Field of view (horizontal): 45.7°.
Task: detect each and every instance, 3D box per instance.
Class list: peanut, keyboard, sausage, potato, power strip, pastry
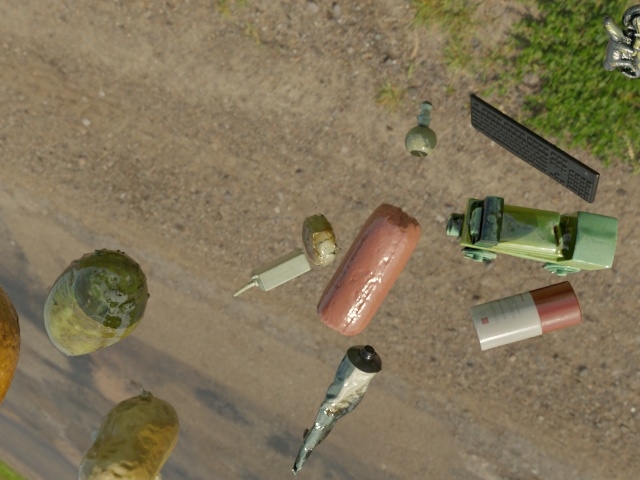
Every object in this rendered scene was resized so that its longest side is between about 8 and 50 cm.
[{"bbox_3d":[-0.312,0.339,1.246,0.129,0.224,0.129,6,124,9],"label":"peanut"},{"bbox_3d":[0.337,-0.197,1.361,0.381,0.041,0.103,48,169,31],"label":"keyboard"},{"bbox_3d":[0.053,0.032,0.828,0.062,0.062,0.154,33,109,11],"label":"sausage"},{"bbox_3d":[-0.436,0.124,1.473,0.176,0.141,0.298,41,132,-9],"label":"potato"},{"bbox_3d":[-0.101,0.071,1.560,0.042,0.175,0.075,67,165,-10],"label":"power strip"},{"bbox_3d":[-0.005,0.000,2.164,0.153,0.081,0.153,56,161,30],"label":"pastry"}]

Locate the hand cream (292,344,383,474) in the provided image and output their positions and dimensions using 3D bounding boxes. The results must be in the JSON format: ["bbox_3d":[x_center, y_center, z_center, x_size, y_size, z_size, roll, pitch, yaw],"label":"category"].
[{"bbox_3d":[0.016,0.227,1.056,0.052,0.075,0.248,44,130,18],"label":"hand cream"}]

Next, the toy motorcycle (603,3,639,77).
[{"bbox_3d":[0.599,-0.372,1.462,0.124,0.061,0.193,-23,139,32],"label":"toy motorcycle"}]

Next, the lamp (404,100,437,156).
[{"bbox_3d":[0.289,-0.318,2.135,0.091,0.163,0.091,11,167,3],"label":"lamp"}]

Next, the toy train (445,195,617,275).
[{"bbox_3d":[0.507,-0.015,1.827,0.397,0.160,0.253,11,175,1],"label":"toy train"}]

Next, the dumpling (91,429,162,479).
[{"bbox_3d":[-0.395,0.454,1.489,0.258,0.147,0.193,-21,74,44],"label":"dumpling"}]

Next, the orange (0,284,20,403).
[{"bbox_3d":[-0.466,0.121,0.835,0.264,0.264,0.264,27,145,20],"label":"orange"}]

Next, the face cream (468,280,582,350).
[{"bbox_3d":[0.429,0.158,1.599,0.214,0.096,0.096,-16,127,7],"label":"face cream"}]
